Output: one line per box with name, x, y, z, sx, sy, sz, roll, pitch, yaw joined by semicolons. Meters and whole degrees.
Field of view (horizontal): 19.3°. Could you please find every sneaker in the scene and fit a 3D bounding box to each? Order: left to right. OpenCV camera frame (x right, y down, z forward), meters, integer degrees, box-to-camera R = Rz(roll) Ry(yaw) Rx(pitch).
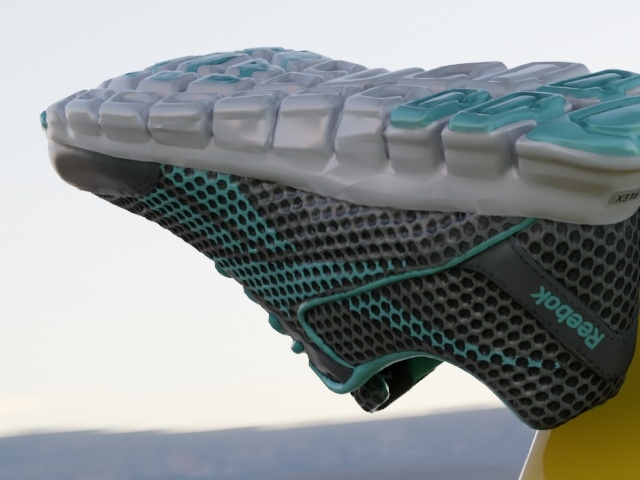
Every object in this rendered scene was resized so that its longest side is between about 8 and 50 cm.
sneaker;0.000;0.000;0.409;0.065;0.076;0.166;-19;21;-42

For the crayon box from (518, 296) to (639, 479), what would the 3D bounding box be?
crayon box;0.162;0.153;0.294;0.106;0.313;0.363;25;-8;-40
